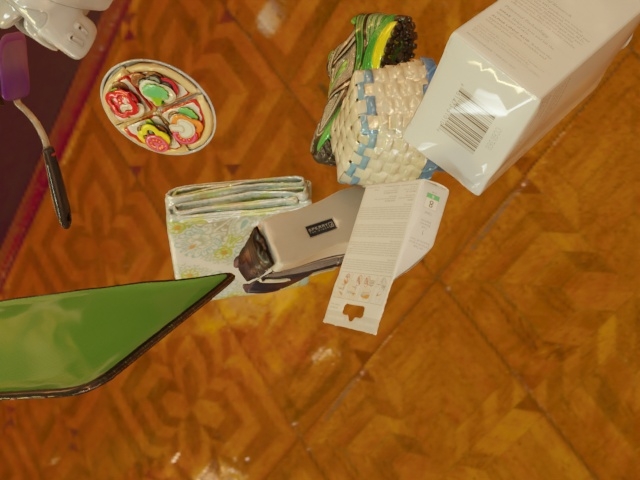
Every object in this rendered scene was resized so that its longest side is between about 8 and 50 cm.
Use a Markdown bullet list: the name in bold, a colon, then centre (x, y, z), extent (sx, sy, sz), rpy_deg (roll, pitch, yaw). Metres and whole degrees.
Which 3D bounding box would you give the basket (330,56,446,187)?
- **basket**: centre (0.176, -0.191, 1.563), extent (0.255, 0.288, 0.201), rpy_deg (118, 155, -60)

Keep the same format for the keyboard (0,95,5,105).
- **keyboard**: centre (-0.498, -0.186, 1.197), extent (0.108, 0.180, 0.023), rpy_deg (-12, 89, 27)

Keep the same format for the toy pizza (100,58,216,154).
- **toy pizza**: centre (-0.271, -0.212, 1.516), extent (0.201, 0.201, 0.032), rpy_deg (-33, 29, 41)

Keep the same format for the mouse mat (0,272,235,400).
- **mouse mat**: centre (-0.148, 0.046, 0.422), extent (0.189, 0.152, 0.007), rpy_deg (-8, 102, 18)

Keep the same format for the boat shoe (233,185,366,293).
- **boat shoe**: centre (0.000, 0.000, 1.641), extent (0.158, 0.340, 0.127), rpy_deg (-44, 64, 53)

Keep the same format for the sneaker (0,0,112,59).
- **sneaker**: centre (-0.288, -0.351, 1.235), extent (0.137, 0.365, 0.210), rpy_deg (30, 110, 47)

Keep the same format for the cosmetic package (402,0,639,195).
- **cosmetic package**: centre (0.317, -0.263, 1.358), extent (0.156, 0.385, 0.217), rpy_deg (40, 142, 12)

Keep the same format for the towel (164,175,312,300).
- **towel**: centre (-0.178, 0.003, 2.062), extent (0.374, 0.320, 0.090), rpy_deg (93, 168, -52)

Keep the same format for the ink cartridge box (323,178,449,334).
- **ink cartridge box**: centre (0.092, 0.026, 1.325), extent (0.181, 0.056, 0.225), rpy_deg (2, 75, 67)

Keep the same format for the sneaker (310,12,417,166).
- **sneaker**: centre (0.068, -0.305, 1.859), extent (0.146, 0.134, 0.344), rpy_deg (19, 77, 35)

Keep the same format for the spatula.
- **spatula**: centre (-0.418, -0.157, 1.355), extent (0.030, 0.084, 0.297), rpy_deg (-13, 103, 14)
